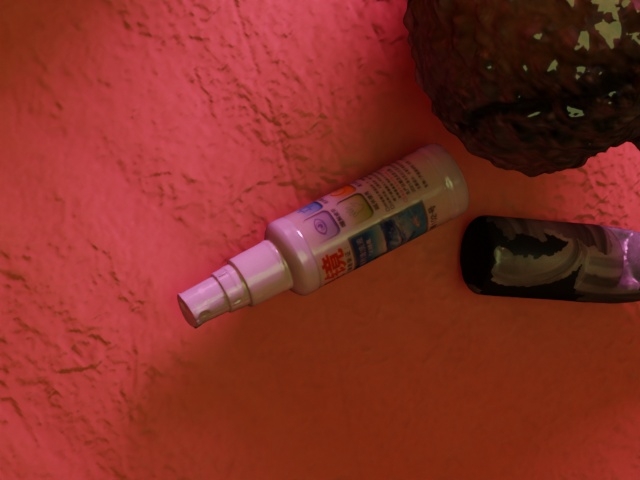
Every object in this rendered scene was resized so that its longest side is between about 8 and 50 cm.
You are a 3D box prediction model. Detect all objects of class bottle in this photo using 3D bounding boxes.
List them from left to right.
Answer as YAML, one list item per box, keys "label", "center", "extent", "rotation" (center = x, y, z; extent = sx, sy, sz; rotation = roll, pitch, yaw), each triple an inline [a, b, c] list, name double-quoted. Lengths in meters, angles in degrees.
- label: "bottle"
  center: [0.000, 0.000, 1.213]
  extent: [0.217, 0.060, 0.060]
  rotation: [-26, 104, -16]

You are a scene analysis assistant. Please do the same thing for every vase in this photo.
- label: "vase"
  center: [0.209, 0.018, 1.292]
  extent: [0.211, 0.060, 0.060]
  rotation: [5, 94, -21]

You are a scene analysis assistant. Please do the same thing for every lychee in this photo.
- label: "lychee"
  center: [0.165, -0.173, 1.156]
  extent: [0.255, 0.255, 0.274]
  rotation: [-30, 86, -15]
